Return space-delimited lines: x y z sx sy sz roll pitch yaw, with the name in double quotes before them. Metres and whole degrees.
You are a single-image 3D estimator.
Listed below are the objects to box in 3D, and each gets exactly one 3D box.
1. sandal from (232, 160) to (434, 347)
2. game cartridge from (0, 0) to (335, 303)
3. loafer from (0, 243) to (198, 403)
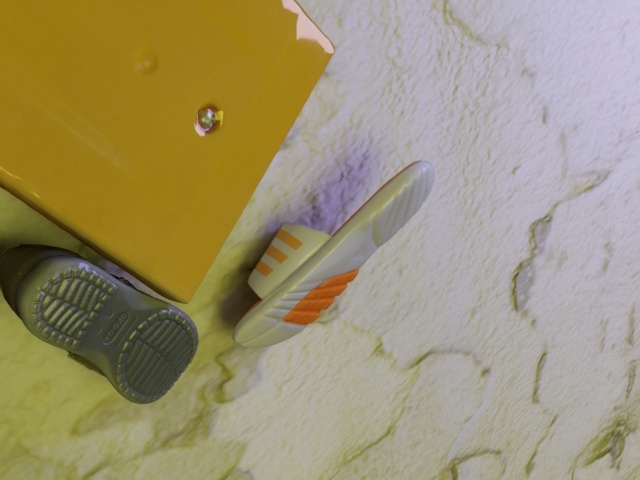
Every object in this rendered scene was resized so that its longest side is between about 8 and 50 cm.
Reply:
"sandal" 0.004 0.003 0.921 0.265 0.076 0.102 -44 155 -2
"game cartridge" -0.153 -0.144 0.720 0.323 0.052 0.285 42 71 -40
"loafer" -0.190 0.066 0.787 0.094 0.087 0.251 -51 148 -12
